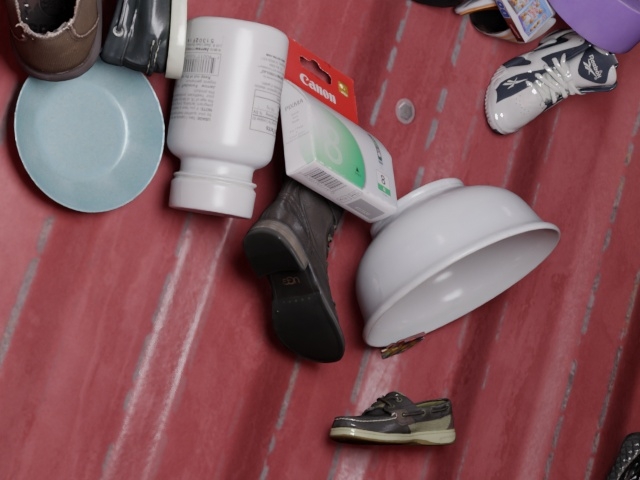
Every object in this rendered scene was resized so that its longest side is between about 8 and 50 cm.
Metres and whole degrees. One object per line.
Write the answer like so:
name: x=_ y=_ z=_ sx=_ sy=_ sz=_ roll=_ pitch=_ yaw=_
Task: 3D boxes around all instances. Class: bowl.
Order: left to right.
bowl: x=0.157 y=0.011 z=1.811 sx=0.298 sy=0.298 sz=0.134 roll=-16 pitch=68 yaw=-36

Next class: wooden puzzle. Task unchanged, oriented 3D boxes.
wooden puzzle: x=0.114 y=0.145 z=1.886 sx=0.083 sy=0.049 sz=0.006 roll=-16 pitch=70 yaw=-35

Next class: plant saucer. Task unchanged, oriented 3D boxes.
plant saucer: x=-0.275 y=-0.129 z=1.600 sx=0.195 sy=0.037 sz=0.195 roll=1 pitch=88 yaw=-37

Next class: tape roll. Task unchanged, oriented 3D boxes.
tape roll: x=0.409 y=-0.367 z=1.976 sx=0.189 sy=0.080 sz=0.189 roll=24 pitch=43 yaw=-25

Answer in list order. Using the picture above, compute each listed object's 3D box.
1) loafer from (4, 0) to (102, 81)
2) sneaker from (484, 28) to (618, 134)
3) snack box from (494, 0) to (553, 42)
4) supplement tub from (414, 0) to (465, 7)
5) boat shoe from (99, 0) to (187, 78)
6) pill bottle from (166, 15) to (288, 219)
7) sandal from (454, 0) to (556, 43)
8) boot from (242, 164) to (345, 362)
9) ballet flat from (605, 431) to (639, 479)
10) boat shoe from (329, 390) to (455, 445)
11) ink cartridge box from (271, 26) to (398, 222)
loafer: x=-0.291 y=-0.364 z=1.495 sx=0.134 sy=0.130 sz=0.366 roll=-7 pitch=87 yaw=-8
sneaker: x=0.355 y=-0.240 z=2.007 sx=0.235 sy=0.153 sz=0.094 roll=-36 pitch=109 yaw=-32
snack box: x=0.260 y=-0.361 z=1.889 sx=0.064 sy=0.022 sz=0.178 roll=-46 pitch=122 yaw=-15
supplement tub: x=0.174 y=-0.432 z=1.902 sx=0.106 sy=0.106 sz=0.198 roll=21 pitch=77 yaw=-35
boat shoe: x=-0.214 y=-0.357 z=1.603 sx=0.113 sy=0.127 sz=0.340 roll=1 pitch=85 yaw=-10
pill bottle: x=-0.117 y=-0.146 z=1.659 sx=0.131 sy=0.131 sz=0.229 roll=10 pitch=87 yaw=-37
sandal: x=0.313 y=-0.330 z=2.009 sx=0.265 sy=0.102 sz=0.076 roll=-12 pitch=94 yaw=-39
boot: x=0.000 y=0.000 z=1.756 sx=0.229 sy=0.091 sz=0.263 roll=-65 pitch=144 yaw=-45
ballet flat: x=0.485 y=0.382 z=2.163 sx=0.057 sy=0.049 sz=0.173 roll=32 pitch=71 yaw=-32
boat shoe: x=0.099 y=0.241 z=1.859 sx=0.223 sy=0.080 sz=0.073 roll=9 pitch=79 yaw=-42
ink cartridge box: x=0.019 y=-0.154 z=1.740 sx=0.181 sy=0.056 sz=0.224 roll=28 pitch=49 yaw=-47
